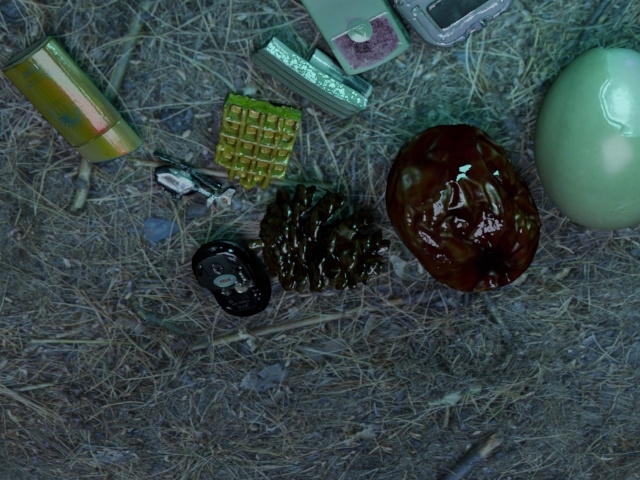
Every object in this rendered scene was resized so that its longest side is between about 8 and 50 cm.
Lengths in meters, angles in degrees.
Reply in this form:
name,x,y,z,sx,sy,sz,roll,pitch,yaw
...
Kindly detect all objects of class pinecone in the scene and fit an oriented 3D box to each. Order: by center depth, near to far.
name,x,y,z,sx,sy,sz,roll,pitch,yaw
pinecone,0.000,0.000,1.950,0.309,0.244,0.244,8,132,-22

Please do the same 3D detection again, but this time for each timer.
name,x,y,z,sx,sy,sz,roll,pitch,yaw
timer,0.237,-0.451,1.640,0.208,0.069,0.190,-33,122,27

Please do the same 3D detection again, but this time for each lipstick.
name,x,y,z,sx,sy,sz,roll,pitch,yaw
lipstick,0.037,-0.321,1.785,0.141,0.040,0.040,31,126,-19

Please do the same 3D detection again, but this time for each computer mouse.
name,x,y,z,sx,sy,sz,roll,pitch,yaw
computer mouse,-0.202,0.076,2.106,0.137,0.096,0.233,-10,132,20

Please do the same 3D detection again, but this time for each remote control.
name,x,y,z,sx,sy,sz,roll,pitch,yaw
remote control,0.031,-0.461,1.662,0.145,0.050,0.344,-21,125,22

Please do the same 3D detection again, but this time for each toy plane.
name,x,y,z,sx,sy,sz,roll,pitch,yaw
toy plane,-0.284,-0.120,1.980,0.197,0.053,0.078,27,118,-11

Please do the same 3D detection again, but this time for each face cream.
name,x,y,z,sx,sy,sz,roll,pitch,yaw
face cream,-0.500,-0.272,1.862,0.139,0.067,0.285,-23,124,26

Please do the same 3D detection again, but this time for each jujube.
name,x,y,z,sx,sy,sz,roll,pitch,yaw
jujube,0.283,-0.062,1.837,0.276,0.276,0.377,-23,127,23

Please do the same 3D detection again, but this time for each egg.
name,x,y,z,sx,sy,sz,roll,pitch,yaw
egg,0.534,-0.195,1.682,0.278,0.278,0.336,-2,135,7

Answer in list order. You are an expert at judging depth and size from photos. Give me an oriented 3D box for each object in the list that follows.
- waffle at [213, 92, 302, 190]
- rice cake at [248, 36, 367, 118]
name,x,y,z,sx,sy,sz,roll,pitch,yaw
waffle,-0.139,-0.192,1.901,0.160,0.055,0.211,14,131,-6
rice cake,-0.022,-0.307,1.766,0.237,0.127,0.043,31,81,-16
